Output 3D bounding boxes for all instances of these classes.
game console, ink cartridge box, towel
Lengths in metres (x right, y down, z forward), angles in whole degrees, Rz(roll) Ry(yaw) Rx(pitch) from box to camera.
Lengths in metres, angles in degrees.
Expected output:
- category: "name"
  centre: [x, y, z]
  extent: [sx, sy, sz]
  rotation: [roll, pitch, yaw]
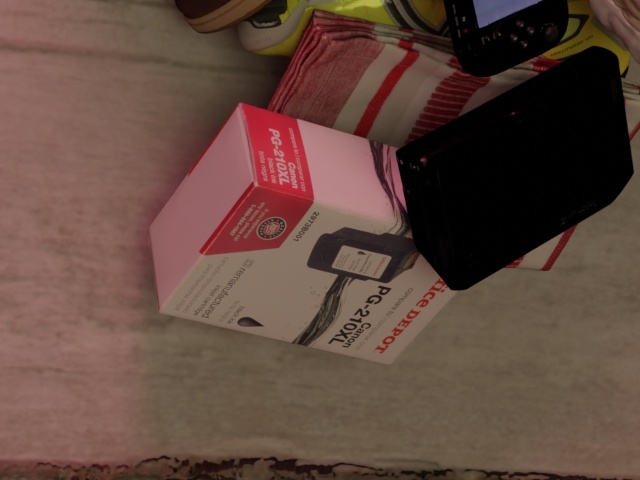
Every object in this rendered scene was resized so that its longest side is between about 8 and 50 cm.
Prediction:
- category: "game console"
  centre: [0.140, -0.151, 1.397]
  extent: [0.213, 0.044, 0.361]
  rotation: [-30, 122, -25]
- category: "ink cartridge box"
  centre: [0.000, 0.000, 1.503]
  extent: [0.237, 0.100, 0.172]
  rotation: [15, 134, -29]
- category: "towel"
  centre: [0.102, -0.072, 1.551]
  extent: [0.329, 0.037, 0.237]
  rotation: [9, 133, -21]

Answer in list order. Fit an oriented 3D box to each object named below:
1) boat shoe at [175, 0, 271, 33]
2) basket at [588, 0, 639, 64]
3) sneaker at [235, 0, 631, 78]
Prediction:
- category: "boat shoe"
  centre: [-0.036, -0.283, 1.391]
  extent: [0.123, 0.342, 0.123]
  rotation: [39, 55, -14]
- category: "basket"
  centre: [0.322, -0.378, 1.430]
  extent: [0.331, 0.266, 0.328]
  rotation: [-32, 75, -21]
- category: "sneaker"
  centre: [0.117, -0.181, 1.543]
  extent: [0.385, 0.145, 0.147]
  rotation: [-7, 102, -17]
